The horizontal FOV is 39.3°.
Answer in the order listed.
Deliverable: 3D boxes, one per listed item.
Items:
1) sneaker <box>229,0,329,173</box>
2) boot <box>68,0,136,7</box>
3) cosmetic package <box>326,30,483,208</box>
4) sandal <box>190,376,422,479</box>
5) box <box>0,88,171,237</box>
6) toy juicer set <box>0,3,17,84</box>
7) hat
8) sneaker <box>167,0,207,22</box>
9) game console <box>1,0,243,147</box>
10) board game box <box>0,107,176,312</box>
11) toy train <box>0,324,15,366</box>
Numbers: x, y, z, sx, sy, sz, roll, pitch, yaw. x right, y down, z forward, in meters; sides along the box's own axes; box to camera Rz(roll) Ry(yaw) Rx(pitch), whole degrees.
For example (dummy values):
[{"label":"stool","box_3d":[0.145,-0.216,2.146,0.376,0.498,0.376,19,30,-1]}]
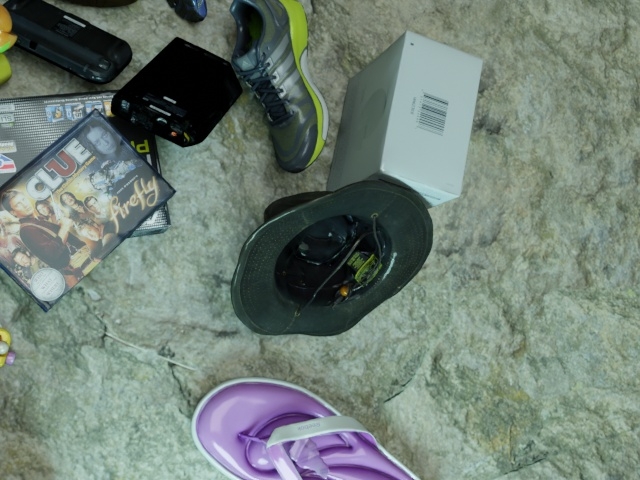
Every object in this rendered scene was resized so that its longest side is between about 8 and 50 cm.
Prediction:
[{"label":"sneaker","box_3d":[-0.077,-0.245,1.379,0.121,0.111,0.299,-1,72,-48]},{"label":"boot","box_3d":[-0.372,-0.444,1.341,0.213,0.077,0.165,7,76,-16]},{"label":"cosmetic package","box_3d":[0.124,-0.166,1.390,0.138,0.225,0.223,17,76,-19]},{"label":"sandal","box_3d":[0.010,0.324,1.328,0.416,0.102,0.169,29,72,-13]},{"label":"box","box_3d":[-0.368,-0.100,1.289,0.270,0.060,0.216,-8,83,-21]},{"label":"toy juicer set","box_3d":[-0.527,-0.361,1.199,0.089,0.209,0.329,-35,94,-30]},{"label":"hat","box_3d":[0.000,0.000,1.335,0.332,0.331,0.134,-15,49,-21]},{"label":"sneaker","box_3d":[-0.203,-0.450,1.403,0.087,0.083,0.221,-9,87,-29]},{"label":"game console","box_3d":[-0.300,-0.267,1.314,0.362,0.044,0.213,26,38,0]},{"label":"board game box","box_3d":[-0.343,-0.044,1.233,0.165,0.042,0.243,46,69,-7]},{"label":"toy train","box_3d":[-0.484,0.135,1.214,0.125,0.046,0.166,-12,85,-22]}]
